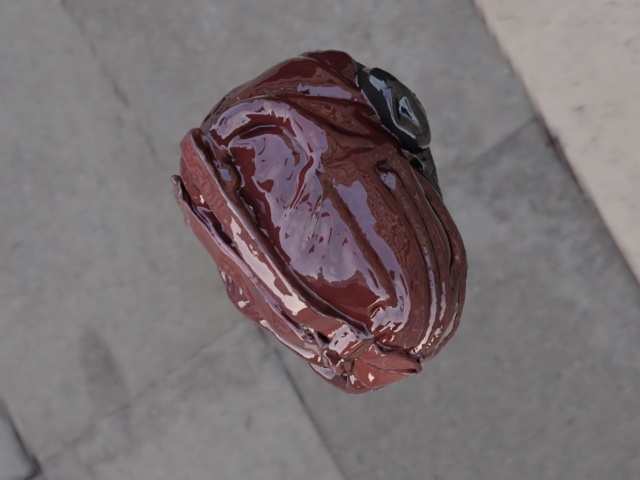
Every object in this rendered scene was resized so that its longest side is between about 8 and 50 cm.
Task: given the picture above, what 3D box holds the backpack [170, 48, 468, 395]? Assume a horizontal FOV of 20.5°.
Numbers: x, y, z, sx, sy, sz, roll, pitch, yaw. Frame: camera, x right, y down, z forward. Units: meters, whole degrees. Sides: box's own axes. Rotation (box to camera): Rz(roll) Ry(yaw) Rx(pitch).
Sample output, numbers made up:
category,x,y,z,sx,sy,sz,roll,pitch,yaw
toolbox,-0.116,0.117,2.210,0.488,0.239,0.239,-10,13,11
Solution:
category,x,y,z,sx,sy,sz,roll,pitch,yaw
backpack,0.002,-0.001,1.147,0.229,0.139,0.229,34,140,34
